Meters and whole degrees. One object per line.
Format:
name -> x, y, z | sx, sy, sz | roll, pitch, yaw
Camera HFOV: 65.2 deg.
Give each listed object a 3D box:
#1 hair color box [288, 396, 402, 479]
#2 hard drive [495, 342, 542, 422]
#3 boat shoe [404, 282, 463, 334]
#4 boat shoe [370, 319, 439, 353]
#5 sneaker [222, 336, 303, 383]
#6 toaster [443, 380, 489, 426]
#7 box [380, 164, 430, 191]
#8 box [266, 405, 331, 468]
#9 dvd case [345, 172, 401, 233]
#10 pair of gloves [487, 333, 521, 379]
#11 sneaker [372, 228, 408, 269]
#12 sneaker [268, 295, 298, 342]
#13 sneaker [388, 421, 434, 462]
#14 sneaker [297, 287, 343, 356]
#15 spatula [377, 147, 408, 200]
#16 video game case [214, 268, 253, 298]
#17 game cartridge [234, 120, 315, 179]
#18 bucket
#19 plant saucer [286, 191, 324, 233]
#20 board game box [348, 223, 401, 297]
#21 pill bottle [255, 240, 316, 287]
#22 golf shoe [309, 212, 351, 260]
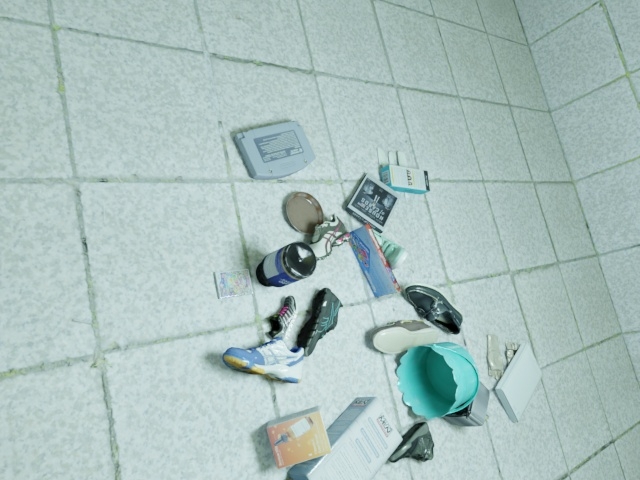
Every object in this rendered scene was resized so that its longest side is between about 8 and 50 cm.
hair color box -> 0.092, 0.710, 1.659 | 0.375, 0.114, 0.185 | -35, 96, -39
hard drive -> 0.923, 0.652, 2.315 | 0.307, 0.040, 0.202 | -41, 109, -36
boat shoe -> 0.474, 0.293, 2.083 | 0.340, 0.127, 0.113 | 39, 43, -31
boat shoe -> 0.317, 0.366, 1.959 | 0.325, 0.097, 0.116 | 3, 113, -33
sneaker -> -0.177, 0.362, 1.582 | 0.297, 0.112, 0.130 | 27, 65, -39
toaster -> 0.569, 0.650, 2.000 | 0.110, 0.168, 0.185 | 39, 54, -21
box -> 0.381, -0.270, 2.233 | 0.245, 0.060, 0.100 | 3, 77, -36
box -> -0.066, 0.604, 1.542 | 0.171, 0.091, 0.129 | -17, 83, -5
dvd case -> 0.222, -0.158, 2.074 | 0.179, 0.029, 0.238 | 34, 50, -4
pair of gloves -> 0.861, 0.555, 2.335 | 0.240, 0.042, 0.204 | 23, 62, -28
sneaker -> 0.236, 0.027, 1.945 | 0.151, 0.256, 0.094 | 37, 89, -15
sneaker -> -0.128, 0.258, 1.683 | 0.075, 0.063, 0.170 | 30, 63, -32
sneaker -> 0.343, 0.777, 1.839 | 0.228, 0.087, 0.130 | -17, 79, -45
sneaker -> 0.007, 0.294, 1.750 | 0.106, 0.101, 0.267 | 40, 55, -22
spatula -> 0.336, -0.298, 2.255 | 0.168, 0.019, 0.241 | 5, 71, -37
video game case -> -0.284, 0.141, 1.642 | 0.122, 0.011, 0.087 | -5, 77, -38
game cartridge -> -0.161, -0.334, 1.875 | 0.297, 0.062, 0.197 | -23, 93, -40
bucket -> 0.450, 0.519, 1.901 | 0.183, 0.281, 0.280 | -4, 77, -42
plant saucer -> -0.063, -0.100, 1.881 | 0.169, 0.029, 0.168 | 14, 66, -33
board game box -> 0.201, 0.081, 1.939 | 0.027, 0.145, 0.281 | -26, 91, -34
pill bottle -> -0.120, 0.087, 1.648 | 0.123, 0.219, 0.122 | 13, 67, -33
golf shoe -> 0.000, 0.000, 1.839 | 0.273, 0.105, 0.120 | -38, 109, -48
